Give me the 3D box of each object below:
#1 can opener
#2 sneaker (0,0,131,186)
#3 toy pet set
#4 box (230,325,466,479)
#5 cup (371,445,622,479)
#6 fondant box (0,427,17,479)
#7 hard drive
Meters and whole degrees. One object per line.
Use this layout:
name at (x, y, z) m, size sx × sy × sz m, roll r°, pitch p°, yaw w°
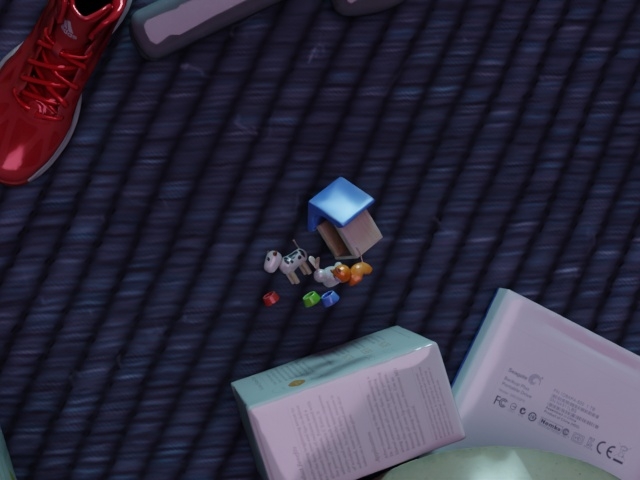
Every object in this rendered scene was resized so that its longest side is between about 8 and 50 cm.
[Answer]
can opener at (-0.032, -0.220, 1.011) m, size 0.280 × 0.074 × 0.093 m, roll -23°, pitch 97°, yaw -9°
sneaker at (-0.225, -0.151, 0.947) m, size 0.087 × 0.128 × 0.221 m, roll 23°, pitch 86°, yaw -10°
toy pet set at (0.000, 0.000, 1.005) m, size 0.114 × 0.122 × 0.065 m, roll -39°, pitch 107°, yaw -27°
box at (0.020, 0.149, 1.005) m, size 0.170 × 0.130 × 0.091 m, roll -19°, pitch 96°, yaw -9°
cup at (0.144, 0.368, 0.915) m, size 0.331 × 0.237 × 0.331 m, roll 2°, pitch 120°, yaw 4°
fondant box at (-0.270, 0.284, 0.898) m, size 0.096 × 0.238 × 0.330 m, roll -15°, pitch 95°, yaw -12°
hard drive at (0.194, 0.234, 1.088) m, size 0.210 × 0.040 × 0.318 m, roll 27°, pitch 87°, yaw -11°
